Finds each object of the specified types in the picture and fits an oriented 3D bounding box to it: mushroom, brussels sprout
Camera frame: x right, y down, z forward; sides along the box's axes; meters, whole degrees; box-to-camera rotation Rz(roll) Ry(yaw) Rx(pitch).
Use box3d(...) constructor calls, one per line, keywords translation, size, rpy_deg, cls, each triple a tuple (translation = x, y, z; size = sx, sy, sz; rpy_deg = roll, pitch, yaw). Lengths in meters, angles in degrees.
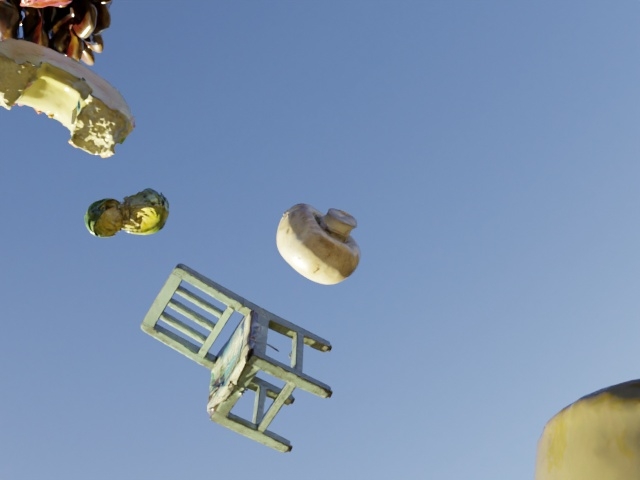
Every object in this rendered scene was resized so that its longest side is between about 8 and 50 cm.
box3d(translation=(0.000, 0.000, 1.716), size=(0.166, 0.166, 0.127), rpy_deg=(15, -69, -54), cls="mushroom")
box3d(translation=(-0.191, -0.026, 0.943), size=(0.083, 0.046, 0.051), rpy_deg=(-5, -6, -29), cls="brussels sprout")

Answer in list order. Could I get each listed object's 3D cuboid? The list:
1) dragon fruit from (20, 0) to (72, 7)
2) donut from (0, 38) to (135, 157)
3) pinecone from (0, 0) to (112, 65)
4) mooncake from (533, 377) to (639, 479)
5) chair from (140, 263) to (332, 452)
box3d(translation=(-0.394, -0.363, 1.010), size=(0.240, 0.330, 0.302), rpy_deg=(-52, 8, 28), cls="dragon fruit")
box3d(translation=(-0.275, -0.151, 0.998), size=(0.166, 0.108, 0.065), rpy_deg=(26, -72, -22), cls="donut")
box3d(translation=(-0.482, -0.436, 1.443), size=(0.398, 0.398, 0.397), rpy_deg=(-29, -35, -23), cls="pinecone")
box3d(translation=(0.409, 0.307, 0.956), size=(0.393, 0.394, 0.246), rpy_deg=(91, -173, -64), cls="mooncake")
box3d(translation=(-0.128, 0.173, 1.406), size=(0.270, 0.147, 0.136), rpy_deg=(29, -66, -13), cls="chair")
